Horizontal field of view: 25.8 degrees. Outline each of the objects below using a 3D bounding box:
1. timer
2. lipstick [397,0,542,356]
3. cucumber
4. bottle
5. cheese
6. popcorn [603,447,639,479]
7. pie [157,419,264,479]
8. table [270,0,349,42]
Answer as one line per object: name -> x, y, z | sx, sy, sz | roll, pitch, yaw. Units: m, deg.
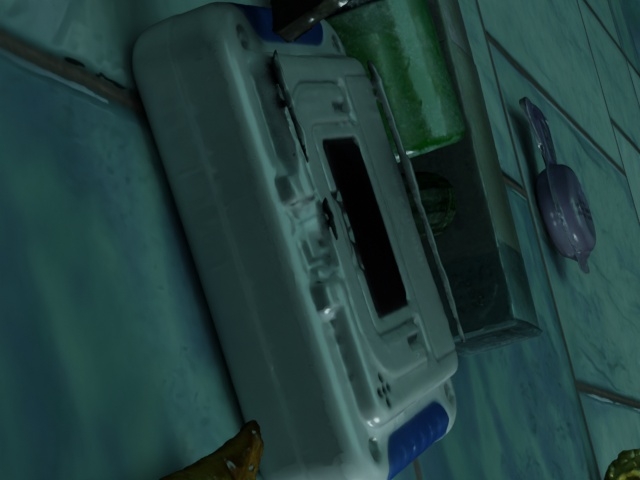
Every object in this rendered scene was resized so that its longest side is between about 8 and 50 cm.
timer -> 0.000, 0.000, 0.732 | 0.178, 0.078, 0.253 | -19, 91, -69
lipstick -> 0.090, -0.076, 1.039 | 0.068, 0.066, 0.317 | 24, 51, -62
cucumber -> 0.057, -0.024, 0.938 | 0.105, 0.048, 0.048 | -6, 79, -68
bottle -> 0.001, -0.207, 0.883 | 0.330, 0.093, 0.093 | 71, 20, -3
cheese -> 0.250, -0.055, 1.466 | 0.105, 0.042, 0.191 | 19, 55, -66
popcorn -> 0.295, 0.234, 1.298 | 0.057, 0.083, 0.082 | -133, -128, -68
pie -> -0.063, 0.131, 0.528 | 0.191, 0.033, 0.088 | -17, 105, -71
table -> -0.045, -0.283, 0.599 | 0.251, 0.196, 0.282 | 21, 52, -44
